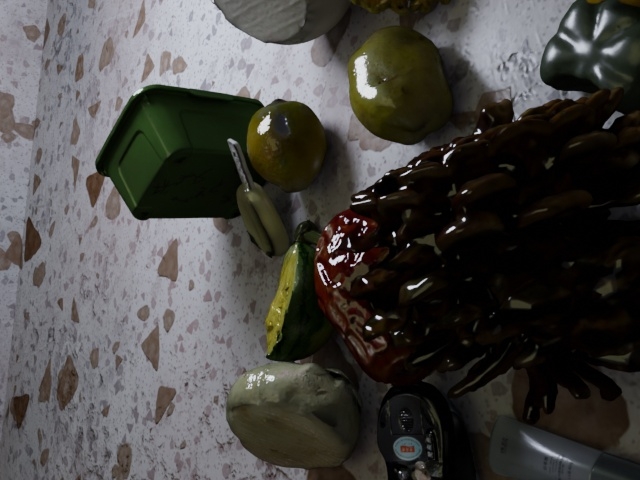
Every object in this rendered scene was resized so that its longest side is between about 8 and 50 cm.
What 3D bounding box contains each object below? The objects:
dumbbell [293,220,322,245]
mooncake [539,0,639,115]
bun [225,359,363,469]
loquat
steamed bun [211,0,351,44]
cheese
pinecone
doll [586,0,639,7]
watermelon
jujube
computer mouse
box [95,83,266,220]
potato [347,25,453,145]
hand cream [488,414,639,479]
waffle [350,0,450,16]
[{"bbox_3d":[0.000,0.000,1.302,0.118,0.046,0.052,25,98,49],"label":"dumbbell"},{"bbox_3d":[0.360,-0.222,0.876,0.175,0.104,0.168,-5,86,53],"label":"mooncake"},{"bbox_3d":[-0.040,0.282,1.181,0.239,0.239,0.141,-36,31,40],"label":"bun"},{"bbox_3d":[-0.062,-0.177,1.326,0.152,0.152,0.195,-29,70,44],"label":"loquat"},{"bbox_3d":[-0.046,-0.531,1.294,0.309,0.309,0.309,-11,75,48],"label":"steamed bun"},{"bbox_3d":[-0.132,-0.086,1.357,0.127,0.054,0.251,36,151,46],"label":"cheese"},{"bbox_3d":[0.219,0.021,0.803,0.397,0.397,0.398,-11,75,48],"label":"pinecone"},{"bbox_3d":[0.421,-0.333,0.728,0.162,0.269,0.167,-81,-22,-61],"label":"doll"},{"bbox_3d":[-0.023,0.107,1.236,0.204,0.127,0.232,122,162,-68],"label":"watermelon"},{"bbox_3d":[0.092,0.075,1.060,0.197,0.197,0.290,-49,43,33],"label":"jujube"},{"bbox_3d":[0.159,0.320,1.023,0.137,0.096,0.233,-14,77,53],"label":"computer mouse"},{"bbox_3d":[-0.252,-0.165,1.431,0.253,0.328,0.178,-50,61,34],"label":"box"},{"bbox_3d":[0.124,-0.247,1.128,0.154,0.137,0.200,-40,54,37],"label":"potato"},{"bbox_3d":[0.317,0.286,0.880,0.255,0.048,0.079,3,81,52],"label":"hand cream"},{"bbox_3d":[0.114,-0.487,1.130,0.052,0.254,0.245,-146,64,-86],"label":"waffle"}]
